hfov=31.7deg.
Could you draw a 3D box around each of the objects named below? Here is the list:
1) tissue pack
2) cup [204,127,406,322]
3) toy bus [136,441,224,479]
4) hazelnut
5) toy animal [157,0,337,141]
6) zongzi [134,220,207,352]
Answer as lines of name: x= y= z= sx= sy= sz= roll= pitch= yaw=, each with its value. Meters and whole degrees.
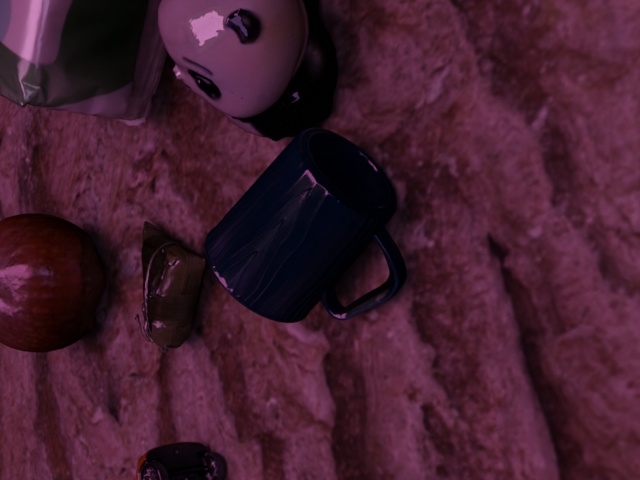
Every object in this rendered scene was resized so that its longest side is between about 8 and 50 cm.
tissue pack: x=-0.270 y=-0.321 z=1.183 sx=0.266 sy=0.194 sz=0.356 roll=26 pitch=105 yaw=43
cup: x=-0.001 y=-0.007 z=0.986 sx=0.138 sy=0.150 sz=0.113 roll=-48 pitch=23 yaw=30
toy bus: x=-0.126 y=0.296 z=1.089 sx=0.088 sy=0.083 sz=0.194 roll=-41 pitch=62 yaw=35
hazelnut: x=-0.314 y=0.047 z=1.249 sx=0.143 sy=0.143 sz=0.154 roll=5 pitch=93 yaw=44
toy animal: x=-0.072 y=-0.181 z=1.008 sx=0.138 sy=0.179 sz=0.166 roll=-49 pitch=63 yaw=14
zongzi: x=-0.166 y=0.049 z=1.168 sx=0.119 sy=0.055 sz=0.109 roll=32 pitch=112 yaw=52
